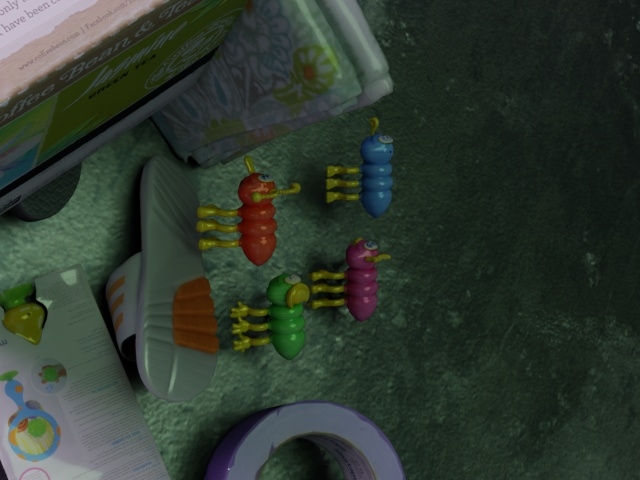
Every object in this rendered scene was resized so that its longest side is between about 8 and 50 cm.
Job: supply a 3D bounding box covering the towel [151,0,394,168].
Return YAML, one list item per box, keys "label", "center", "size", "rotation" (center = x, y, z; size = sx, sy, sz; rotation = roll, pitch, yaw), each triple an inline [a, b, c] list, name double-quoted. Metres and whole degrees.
- label: "towel"
  center: [-0.116, -0.252, 1.042]
  size: [0.090, 0.320, 0.374]
  rotation: [-38, 104, -30]

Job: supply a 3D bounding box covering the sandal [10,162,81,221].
- label: "sandal"
  center: [-0.295, -0.134, 1.056]
  size: [0.097, 0.054, 0.254]
  rotation: [-19, 82, -46]

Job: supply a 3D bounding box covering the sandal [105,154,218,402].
- label: "sandal"
  center: [-0.158, 0.042, 1.111]
  size: [0.102, 0.076, 0.265]
  rotation: [35, 39, -44]

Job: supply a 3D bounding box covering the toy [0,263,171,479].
- label: "toy"
  center: [-0.235, 0.153, 1.031]
  size: [0.137, 0.056, 0.237]
  rotation: [-21, 88, -35]

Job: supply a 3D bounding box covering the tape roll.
- label: "tape roll"
  center: [-0.016, 0.252, 1.131]
  size: [0.189, 0.080, 0.189]
  rotation: [4, 78, -20]

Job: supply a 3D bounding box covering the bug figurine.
- label: "bug figurine"
  center: [0.000, 0.000, 1.179]
  size: [0.279, 0.072, 0.216]
  rotation: [-23, 118, -47]

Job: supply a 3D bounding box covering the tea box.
- label: "tea box"
  center: [-0.246, -0.171, 0.860]
  size: [0.329, 0.323, 0.220]
  rotation: [-38, 90, -23]
